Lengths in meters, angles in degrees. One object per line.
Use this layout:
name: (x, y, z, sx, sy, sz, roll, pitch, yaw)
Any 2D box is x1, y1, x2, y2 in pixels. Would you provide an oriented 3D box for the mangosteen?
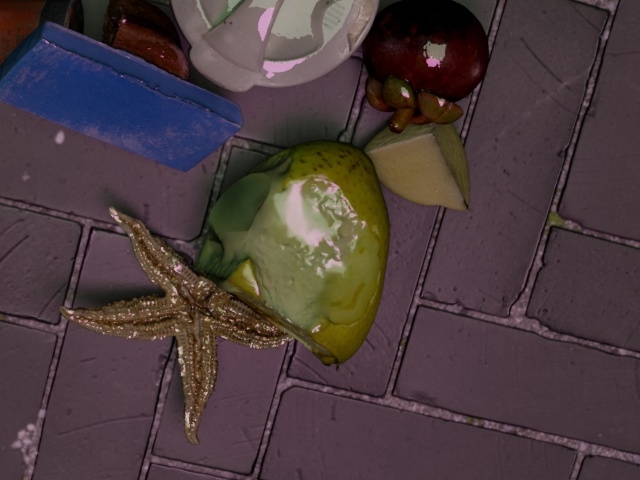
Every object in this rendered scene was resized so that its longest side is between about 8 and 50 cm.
mangosteen: (0.140, -0.240, 1.643, 0.200, 0.200, 0.199, -1, 101, -7)

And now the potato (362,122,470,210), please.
potato: (0.144, -0.113, 1.743, 0.120, 0.081, 0.149, -10, 128, 27)

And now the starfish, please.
starfish: (-0.177, 0.082, 1.716, 0.347, 0.078, 0.357, -33, 100, -12)

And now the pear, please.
pear: (0.000, 0.000, 1.654, 0.286, 0.176, 0.282, 37, 76, -21)

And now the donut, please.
donut: (-0.255, -0.242, 1.609, 0.141, 0.085, 0.217, 12, 143, -28)

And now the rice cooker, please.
rice cooker: (-0.069, -0.335, 1.553, 0.288, 0.277, 0.288, -1, 102, -6)

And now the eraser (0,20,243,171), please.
eraser: (-0.267, -0.185, 1.578, 0.312, 0.042, 0.144, 20, 141, -36)

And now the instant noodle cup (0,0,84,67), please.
instant noodle cup: (-0.399, -0.277, 1.606, 0.136, 0.127, 0.127, 8, 100, -2)
